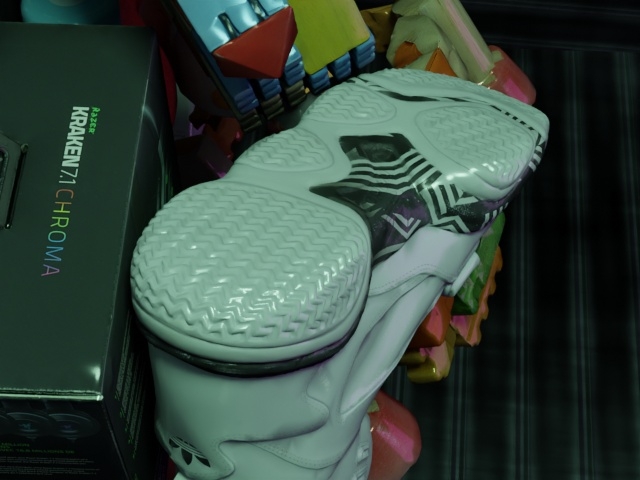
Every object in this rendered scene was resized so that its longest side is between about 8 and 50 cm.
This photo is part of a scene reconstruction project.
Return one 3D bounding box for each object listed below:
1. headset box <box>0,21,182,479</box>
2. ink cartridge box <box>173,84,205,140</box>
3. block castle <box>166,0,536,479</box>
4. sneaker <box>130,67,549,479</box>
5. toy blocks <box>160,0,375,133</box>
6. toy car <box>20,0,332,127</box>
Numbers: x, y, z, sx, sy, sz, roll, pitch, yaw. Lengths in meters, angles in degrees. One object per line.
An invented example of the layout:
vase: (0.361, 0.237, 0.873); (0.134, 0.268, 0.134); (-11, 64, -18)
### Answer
headset box: (-0.163, 0.037, 0.737); (0.283, 0.131, 0.246); (92, 1, -58)
ink cartridge box: (-0.173, -0.198, 1.320); (0.154, 0.093, 0.212); (-85, 176, -70)
block castle: (0.000, 0.000, 1.058); (0.213, 0.303, 0.453); (50, 49, -35)
sneaker: (0.015, 0.031, 0.763); (0.366, 0.137, 0.210); (-35, 144, -46)
toy blocks: (-0.066, -0.191, 0.756); (0.261, 0.191, 0.381); (58, -2, 7)
toy car: (-0.103, -0.143, 0.992); (0.219, 0.238, 0.210); (91, 1, -48)
